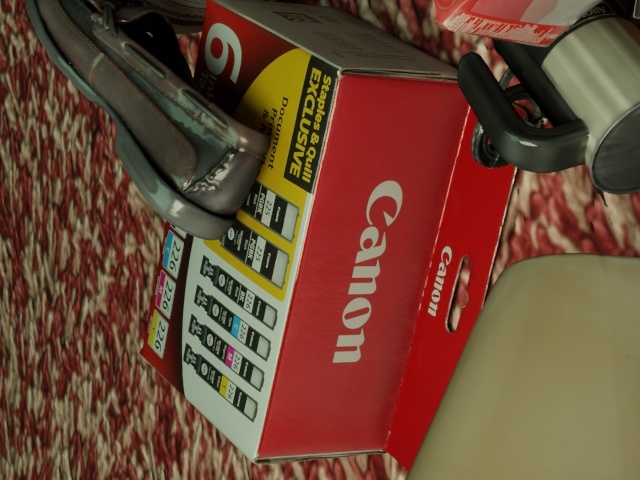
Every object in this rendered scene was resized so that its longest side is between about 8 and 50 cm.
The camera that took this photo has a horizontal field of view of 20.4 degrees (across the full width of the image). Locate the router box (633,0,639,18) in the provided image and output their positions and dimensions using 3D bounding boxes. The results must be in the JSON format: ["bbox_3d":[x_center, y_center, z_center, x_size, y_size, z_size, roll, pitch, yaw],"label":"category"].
[{"bbox_3d":[0.273,-0.127,0.924,0.179,0.133,0.046,15,102,57],"label":"router box"}]

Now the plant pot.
[{"bbox_3d":[0.169,0.164,0.969,0.323,0.323,0.280,-8,68,57],"label":"plant pot"}]

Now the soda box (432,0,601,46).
[{"bbox_3d":[0.154,-0.206,0.971,0.263,0.083,0.092,-38,53,56],"label":"soda box"}]

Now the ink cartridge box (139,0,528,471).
[{"bbox_3d":[0.000,0.000,1.348,0.272,0.130,0.309,34,118,52],"label":"ink cartridge box"}]

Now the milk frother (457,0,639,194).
[{"bbox_3d":[0.164,-0.077,1.144,0.134,0.129,0.143,61,180,37],"label":"milk frother"}]

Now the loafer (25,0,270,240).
[{"bbox_3d":[-0.126,-0.129,1.356,0.095,0.109,0.302,-49,52,20],"label":"loafer"}]

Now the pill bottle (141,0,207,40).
[{"bbox_3d":[-0.104,-0.280,1.465,0.318,0.176,0.176,-39,58,50],"label":"pill bottle"}]
